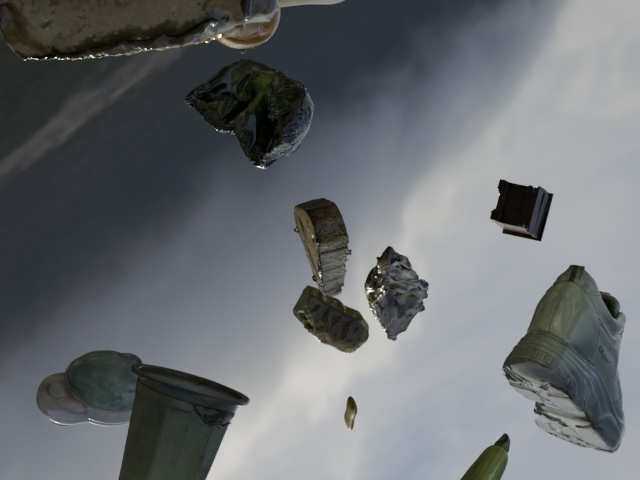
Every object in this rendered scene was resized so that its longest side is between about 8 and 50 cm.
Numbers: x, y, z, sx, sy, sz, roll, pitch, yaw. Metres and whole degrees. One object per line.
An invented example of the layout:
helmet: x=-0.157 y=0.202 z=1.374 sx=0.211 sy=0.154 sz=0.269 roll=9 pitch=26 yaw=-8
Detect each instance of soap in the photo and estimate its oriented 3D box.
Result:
soap: x=0.052 y=0.298 z=2.176 sx=0.012 sy=0.034 sz=0.089 roll=-15 pitch=146 yaw=-17

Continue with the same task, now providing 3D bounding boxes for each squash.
squash: x=0.359 y=0.518 z=2.781 sx=0.224 sy=0.094 sz=0.094 roll=-55 pitch=-164 yaw=-20

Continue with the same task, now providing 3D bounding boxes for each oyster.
oyster: x=0.142 y=0.089 z=2.406 sx=0.129 sy=0.078 sz=0.345 roll=-38 pitch=153 yaw=-7

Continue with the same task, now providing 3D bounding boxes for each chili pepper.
chili pepper: x=-0.098 y=-0.219 z=2.170 sx=0.148 sy=0.116 sz=0.264 roll=-43 pitch=-139 yaw=-15

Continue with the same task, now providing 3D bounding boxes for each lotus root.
lotus root: x=0.000 y=0.000 z=2.654 sx=0.074 sy=0.170 sz=0.260 roll=-22 pitch=158 yaw=-12

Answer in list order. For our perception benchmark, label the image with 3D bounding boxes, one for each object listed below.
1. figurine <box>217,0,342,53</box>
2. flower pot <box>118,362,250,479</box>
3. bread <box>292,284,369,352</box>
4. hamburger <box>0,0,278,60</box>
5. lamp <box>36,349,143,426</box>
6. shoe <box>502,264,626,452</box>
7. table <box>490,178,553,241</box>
figurine: x=-0.087 y=-0.346 z=1.717 sx=0.325 sy=0.124 sz=0.222 roll=-22 pitch=166 yaw=-23
flower pot: x=-0.244 y=0.334 z=2.158 sx=0.212 sy=0.212 sz=0.202 roll=-150 pitch=-106 yaw=-80
bread: x=0.017 y=0.114 z=1.754 sx=0.060 sy=0.110 sz=0.066 roll=-49 pitch=-165 yaw=41
hamburger: x=-0.213 y=-0.336 z=1.403 sx=0.318 sy=0.276 sz=0.195 roll=-2 pitch=-160 yaw=12
lamp: x=-0.452 y=0.295 z=2.552 sx=0.246 sy=0.108 sz=0.179 roll=-10 pitch=-142 yaw=-31
shoe: x=0.392 y=0.174 z=1.854 sx=0.132 sy=0.342 sz=0.210 roll=14 pitch=-113 yaw=35
table: x=0.329 y=-0.052 z=2.074 sx=0.070 sy=0.083 sz=0.082 roll=13 pitch=175 yaw=28
